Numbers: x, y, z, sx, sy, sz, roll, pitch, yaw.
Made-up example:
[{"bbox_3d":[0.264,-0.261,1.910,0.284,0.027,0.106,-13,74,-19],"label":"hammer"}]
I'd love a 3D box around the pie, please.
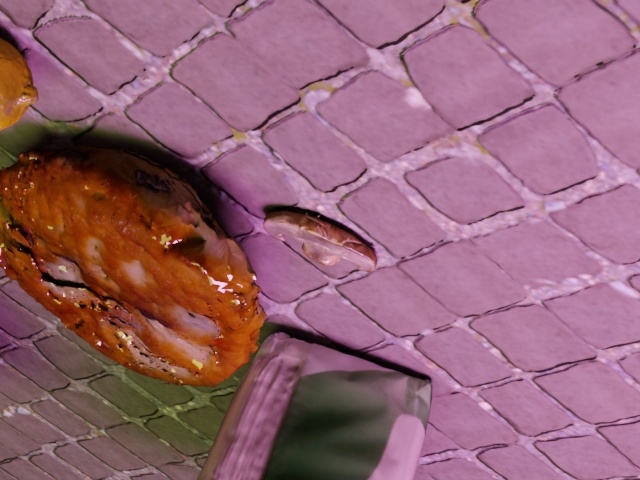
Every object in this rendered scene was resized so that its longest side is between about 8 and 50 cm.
[{"bbox_3d":[-0.165,0.028,1.140,0.308,0.085,0.308,22,149,14],"label":"pie"}]

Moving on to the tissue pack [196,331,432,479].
[{"bbox_3d":[-0.036,0.300,1.194,0.194,0.356,0.266,19,147,4],"label":"tissue pack"}]

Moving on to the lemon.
[{"bbox_3d":[-0.272,-0.123,1.000,0.111,0.082,0.082,14,146,20],"label":"lemon"}]

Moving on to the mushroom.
[{"bbox_3d":[0.000,0.000,1.049,0.101,0.019,0.049,22,148,7],"label":"mushroom"}]
